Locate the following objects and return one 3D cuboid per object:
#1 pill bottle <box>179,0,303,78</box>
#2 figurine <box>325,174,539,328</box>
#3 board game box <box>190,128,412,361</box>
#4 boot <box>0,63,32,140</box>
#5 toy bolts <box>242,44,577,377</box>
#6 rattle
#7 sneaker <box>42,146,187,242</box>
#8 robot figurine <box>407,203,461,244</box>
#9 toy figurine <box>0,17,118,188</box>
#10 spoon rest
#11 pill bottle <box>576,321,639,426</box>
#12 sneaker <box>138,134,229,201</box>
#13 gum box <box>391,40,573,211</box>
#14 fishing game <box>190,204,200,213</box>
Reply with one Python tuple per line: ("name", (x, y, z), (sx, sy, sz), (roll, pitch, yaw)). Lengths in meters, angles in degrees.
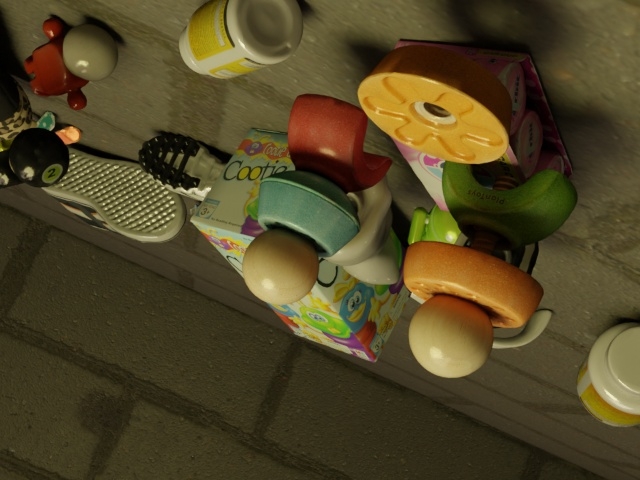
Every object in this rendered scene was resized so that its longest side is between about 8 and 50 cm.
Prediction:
("pill bottle", (-0.070, -0.167, 0.603), (0.065, 0.065, 0.116), (32, 164, -31))
("figurine", (0.095, 0.021, 0.722), (0.215, 0.092, 0.209), (21, 168, 18))
("board game box", (-0.007, 0.012, 0.917), (0.144, 0.142, 0.275), (14, 153, 36))
("boot", (-0.563, -0.260, 0.952), (0.377, 0.138, 0.284), (20, 167, -1))
("toy bolts", (0.036, -0.015, 0.530), (0.228, 0.158, 0.218), (15, 163, 34))
("rattle", (-0.514, -0.155, 1.253), (0.200, 0.142, 0.130), (24, 149, 27))
("sneaker", (-0.348, -0.072, 1.311), (0.321, 0.126, 0.127), (24, 166, 25))
("robot figurine", (0.148, -0.014, 0.809), (0.101, 0.067, 0.115), (11, 166, -3))
("toy figurine", (-0.335, -0.167, 0.750), (0.148, 0.213, 0.209), (-4, 148, 45))
("spoon rest", (0.192, 0.086, 1.078), (0.276, 0.084, 0.137), (24, 166, -2))
("pill bottle", (0.411, 0.178, 0.986), (0.117, 0.117, 0.215), (19, 166, 19))
("sneaker", (-0.145, -0.078, 1.038), (0.234, 0.078, 0.106), (18, 163, 16))
("gum box", (0.126, -0.082, 0.598), (0.107, 0.062, 0.188), (15, 163, 34))
("fishing game", (-0.149, -0.017, 1.359), (0.189, 0.041, 0.264), (20, 166, 4))
